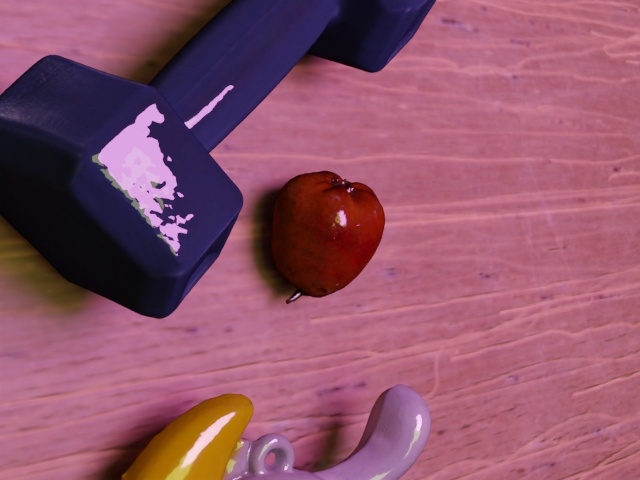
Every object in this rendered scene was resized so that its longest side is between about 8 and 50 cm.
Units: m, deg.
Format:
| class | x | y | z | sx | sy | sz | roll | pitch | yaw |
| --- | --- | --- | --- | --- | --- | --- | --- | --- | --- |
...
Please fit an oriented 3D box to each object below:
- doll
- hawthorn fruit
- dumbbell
| class | x | y | z | sx | sy | sz | roll | pitch | yaw |
| --- | --- | --- | --- | --- | --- | --- | --- | --- | --- |
| doll | -0.041 | 0.211 | 0.595 | 0.252 | 0.111 | 0.237 | 5 | 84 | -29 |
| hawthorn fruit | 0.000 | 0.000 | 0.662 | 0.081 | 0.081 | 0.093 | 7 | 114 | -38 |
| dumbbell | -0.054 | -0.107 | 0.573 | 0.156 | 0.144 | 0.316 | 53 | 59 | -25 |
